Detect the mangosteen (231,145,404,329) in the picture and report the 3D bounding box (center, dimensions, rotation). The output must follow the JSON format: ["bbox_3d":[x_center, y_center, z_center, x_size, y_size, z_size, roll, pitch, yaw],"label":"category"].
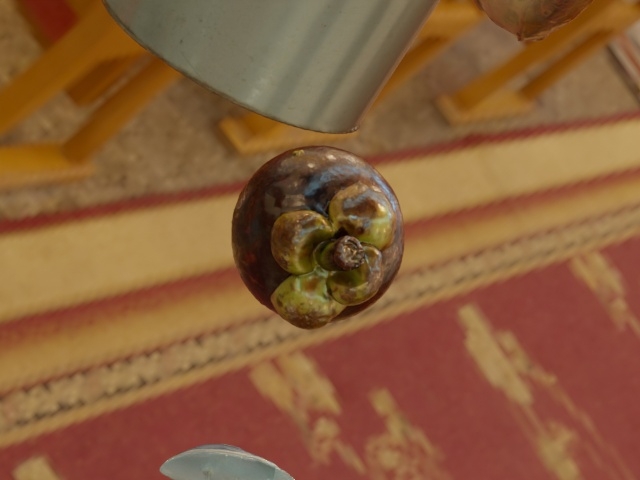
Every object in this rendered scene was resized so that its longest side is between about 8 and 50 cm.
[{"bbox_3d":[0.000,0.000,2.096,0.192,0.192,0.217,48,3,-11],"label":"mangosteen"}]

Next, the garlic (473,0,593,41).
[{"bbox_3d":[0.164,-0.214,1.168,0.128,0.206,0.115,44,7,-25],"label":"garlic"}]

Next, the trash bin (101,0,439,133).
[{"bbox_3d":[0.030,-0.325,1.533,0.280,0.432,0.280,27,20,-11],"label":"trash bin"}]

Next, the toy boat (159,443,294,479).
[{"bbox_3d":[-0.065,0.203,1.601,0.105,0.034,0.149,-2,21,-24],"label":"toy boat"}]
